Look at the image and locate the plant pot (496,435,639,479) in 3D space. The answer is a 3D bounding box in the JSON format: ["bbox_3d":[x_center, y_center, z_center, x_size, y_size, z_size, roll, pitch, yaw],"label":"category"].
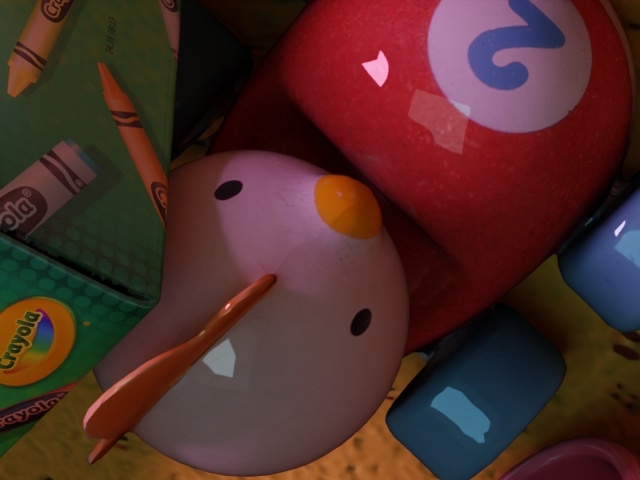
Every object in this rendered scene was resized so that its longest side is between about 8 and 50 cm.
[{"bbox_3d":[0.126,0.207,0.726,0.180,0.201,0.201,36,123,-12],"label":"plant pot"}]

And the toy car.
[{"bbox_3d":[0.000,0.000,0.651,0.219,0.238,0.210,45,122,0],"label":"toy car"}]

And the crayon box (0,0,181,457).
[{"bbox_3d":[-0.129,-0.044,0.669,0.081,0.278,0.165,29,126,-26],"label":"crayon box"}]
